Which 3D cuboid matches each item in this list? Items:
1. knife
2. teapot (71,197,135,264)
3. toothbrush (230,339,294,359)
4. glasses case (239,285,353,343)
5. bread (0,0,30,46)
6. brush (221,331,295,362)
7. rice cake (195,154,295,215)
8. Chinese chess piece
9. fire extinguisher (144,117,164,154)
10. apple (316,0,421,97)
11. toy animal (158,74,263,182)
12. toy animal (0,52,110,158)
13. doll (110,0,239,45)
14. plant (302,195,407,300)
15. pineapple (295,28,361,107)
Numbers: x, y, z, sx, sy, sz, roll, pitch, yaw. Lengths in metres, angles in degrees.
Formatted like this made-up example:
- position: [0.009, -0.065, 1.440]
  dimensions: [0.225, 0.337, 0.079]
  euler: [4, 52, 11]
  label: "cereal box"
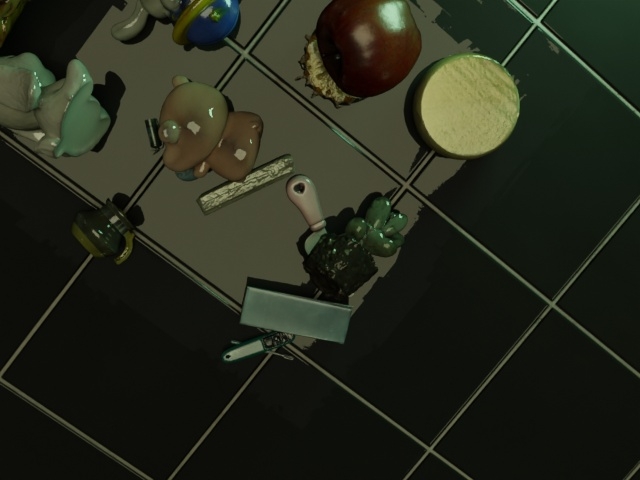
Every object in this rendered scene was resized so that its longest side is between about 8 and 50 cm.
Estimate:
- position: [-0.003, 0.001, 1.670]
  dimensions: [0.081, 0.043, 0.336]
  euler: [-23, 102, -1]
  label: "knife"
- position: [-0.499, -0.017, 1.597]
  dimensions: [0.119, 0.130, 0.166]
  euler: [-41, 133, -12]
  label: "teapot"
- position: [-0.146, 0.276, 1.718]
  dimensions: [0.167, 0.014, 0.011]
  euler: [17, 81, -7]
  label: "toothbrush"
- position: [-0.061, 0.180, 1.688]
  dimensions: [0.266, 0.056, 0.105]
  euler: [12, 101, -6]
  label: "glasses case"
- position: [-0.728, -0.527, 1.437]
  dimensions: [0.324, 0.167, 0.277]
  euler: [-46, 59, -2]
  label: "bread"
- position: [-0.154, 0.262, 1.696]
  dimensions: [0.193, 0.032, 0.043]
  euler: [-19, 88, -9]
  label: "brush"
- position: [-0.179, -0.134, 1.626]
  dimensions: [0.256, 0.057, 0.052]
  euler: [-26, 118, 0]
  label: "rice cake"
- position: [0.342, -0.316, 1.614]
  dimensions: [0.250, 0.097, 0.251]
  euler: [-1, 99, -4]
  label: "Chinese chess piece"
- position: [-0.390, -0.245, 1.605]
  dimensions: [0.038, 0.025, 0.083]
  euler: [-15, 101, -25]
  label: "fire extinguisher"
- position: [0.101, -0.432, 1.473]
  dimensions: [0.234, 0.234, 0.234]
  euler: [-1, 100, -4]
  label: "apple"
- position: [-0.241, -0.235, 1.528]
  dimensions: [0.221, 0.210, 0.230]
  euler: [0, 134, 4]
  label: "toy animal"
- position: [-0.628, -0.305, 1.482]
  dimensions: [0.265, 0.272, 0.206]
  euler: [27, 71, 4]
  label: "toy animal"
- position: [-0.321, -0.517, 1.497]
  dimensions: [0.311, 0.159, 0.243]
  euler: [-38, 101, 6]
  label: "doll"
- position: [0.093, 0.013, 1.606]
  dimensions: [0.274, 0.149, 0.146]
  euler: [-40, 136, -24]
  label: "plant"
- position: [0.046, -0.418, 1.598]
  dimensions: [0.221, 0.047, 0.221]
  euler: [-1, 101, -5]
  label: "pineapple"
